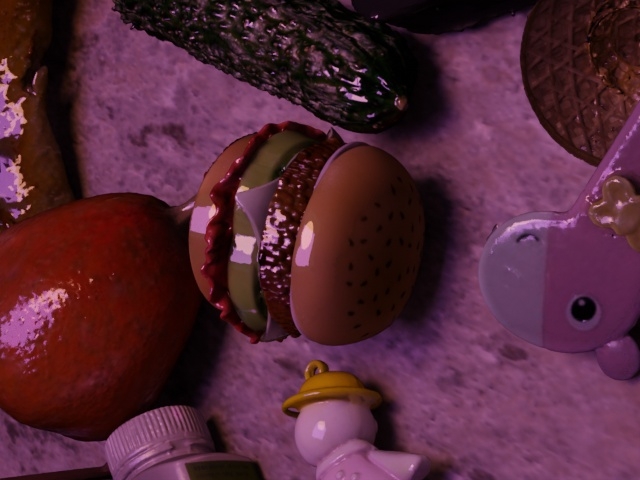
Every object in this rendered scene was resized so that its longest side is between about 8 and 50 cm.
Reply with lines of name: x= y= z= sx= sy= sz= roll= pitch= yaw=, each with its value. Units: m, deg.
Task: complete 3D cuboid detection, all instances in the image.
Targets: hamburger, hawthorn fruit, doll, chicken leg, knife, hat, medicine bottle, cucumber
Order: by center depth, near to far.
knife: x=0.230 y=-0.085 z=1.023 sx=0.132 sy=0.038 sz=0.399 roll=33 pitch=114 yaw=7
hat: x=0.202 y=-0.120 z=1.079 sx=0.146 sy=0.067 sz=0.146 roll=4 pitch=111 yaw=12
hamburger: x=0.002 y=-0.001 z=1.226 sx=0.137 sy=0.175 sz=0.175 roll=13 pitch=97 yaw=32
doll: x=0.026 y=0.176 z=1.235 sx=0.129 sy=0.081 sz=0.207 roll=-41 pitch=56 yaw=30
cucumber: x=-0.038 y=-0.164 z=1.331 sx=0.359 sy=0.096 sz=0.096 roll=29 pitch=108 yaw=44
medicine bottle: x=-0.106 y=0.235 z=1.373 sx=0.132 sy=0.088 sz=0.188 roll=-47 pitch=54 yaw=36
hawthorn fruit: x=-0.178 y=0.043 z=1.414 sx=0.251 sy=0.199 sz=0.199 roll=-44 pitch=55 yaw=21
chicken leg: x=-0.306 y=-0.174 z=1.617 sx=0.201 sy=0.152 sz=0.429 roll=-26 pitch=75 yaw=58

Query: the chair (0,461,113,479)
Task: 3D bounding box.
chair: x=-0.324 y=0.305 z=1.439 sx=0.183 sy=0.326 sz=0.176 roll=-50 pitch=54 yaw=34

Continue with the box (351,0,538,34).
box: x=0.142 y=-0.333 z=1.139 sx=0.359 sy=0.091 sz=0.350 roll=-11 pitch=78 yaw=48
